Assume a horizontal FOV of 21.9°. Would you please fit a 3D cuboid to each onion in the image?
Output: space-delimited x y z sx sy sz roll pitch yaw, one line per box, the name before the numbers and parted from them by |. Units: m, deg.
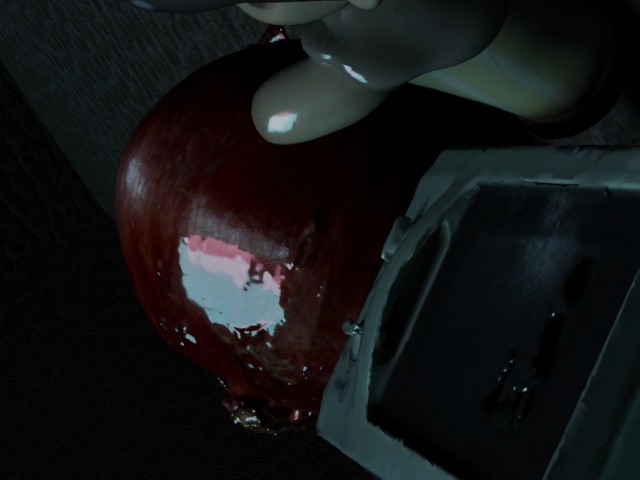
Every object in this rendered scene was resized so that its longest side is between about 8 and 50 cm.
onion | 0.000 0.000 1.067 0.276 0.276 0.276 48 169 12

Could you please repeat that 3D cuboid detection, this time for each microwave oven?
microwave oven | 0.153 0.065 0.715 0.237 0.181 0.295 24 177 -13

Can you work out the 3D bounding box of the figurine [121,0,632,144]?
figurine | 0.006 -0.158 0.683 0.380 0.203 0.248 37 -153 -50
